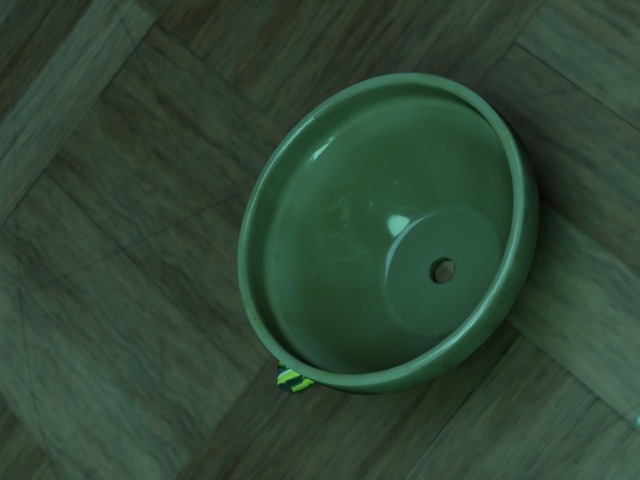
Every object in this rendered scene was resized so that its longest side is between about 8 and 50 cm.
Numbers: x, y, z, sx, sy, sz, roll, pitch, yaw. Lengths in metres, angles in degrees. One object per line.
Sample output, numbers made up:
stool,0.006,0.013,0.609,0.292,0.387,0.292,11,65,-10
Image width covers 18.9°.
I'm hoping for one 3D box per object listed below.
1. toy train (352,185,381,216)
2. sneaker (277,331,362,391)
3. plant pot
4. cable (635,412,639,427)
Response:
toy train,0.000,0.000,1.499,0.158,0.027,0.036,-44,41,12
sneaker,-0.002,0.084,1.459,0.083,0.031,0.035,-27,57,23
plant pot,0.065,0.006,1.396,0.237,0.109,0.237,-13,64,30
cable,0.325,0.158,1.153,0.139,0.072,0.287,-18,41,-22
